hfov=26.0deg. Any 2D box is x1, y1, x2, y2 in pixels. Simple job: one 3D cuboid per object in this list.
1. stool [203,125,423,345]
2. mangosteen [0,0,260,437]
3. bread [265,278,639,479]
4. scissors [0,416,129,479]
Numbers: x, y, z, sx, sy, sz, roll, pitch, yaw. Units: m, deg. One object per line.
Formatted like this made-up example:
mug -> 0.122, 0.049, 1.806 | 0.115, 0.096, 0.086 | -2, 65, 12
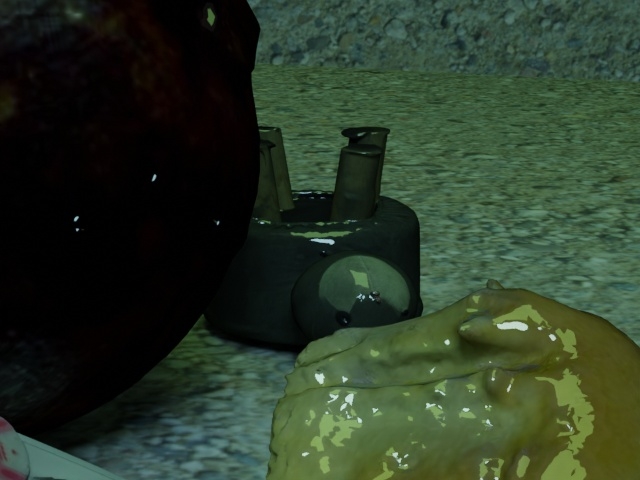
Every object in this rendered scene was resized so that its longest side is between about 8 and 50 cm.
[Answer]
stool -> 0.008, -0.001, 0.950 | 0.153, 0.139, 0.228 | -10, 17, -36
mangosteen -> -0.242, -0.076, 0.738 | 0.421, 0.381, 0.381 | 2, 15, -3
bread -> 0.068, 0.087, 0.600 | 0.174, 0.133, 0.251 | -10, 10, 22
scissors -> -0.152, 0.091, 0.573 | 0.242, 0.030, 0.118 | 26, 30, -30
